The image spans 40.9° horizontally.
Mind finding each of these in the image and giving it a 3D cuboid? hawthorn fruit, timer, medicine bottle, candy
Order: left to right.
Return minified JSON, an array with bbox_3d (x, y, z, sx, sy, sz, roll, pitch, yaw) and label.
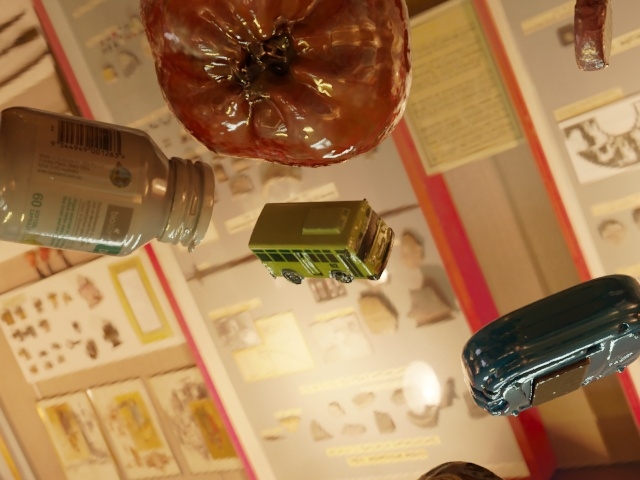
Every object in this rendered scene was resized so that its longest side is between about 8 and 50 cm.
[{"bbox_3d":[-0.223,-0.053,0.875,0.215,0.135,0.135,10,174,-24],"label":"medicine bottle"},{"bbox_3d":[-0.041,-0.210,0.870,0.284,0.284,0.284,-22,-172,3],"label":"hawthorn fruit"},{"bbox_3d":[0.391,0.185,1.429,0.309,0.115,0.340,-22,154,2],"label":"timer"},{"bbox_3d":[0.361,-0.276,1.136,0.043,0.103,0.103,2,-162,23],"label":"candy"}]

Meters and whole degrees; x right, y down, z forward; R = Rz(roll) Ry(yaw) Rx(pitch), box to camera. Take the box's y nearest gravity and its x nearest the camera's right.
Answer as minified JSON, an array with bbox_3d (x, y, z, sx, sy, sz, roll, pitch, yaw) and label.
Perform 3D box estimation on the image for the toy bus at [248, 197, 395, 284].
[{"bbox_3d":[0.000,0.000,1.143,0.175,0.101,0.088,0,-126,34],"label":"toy bus"}]

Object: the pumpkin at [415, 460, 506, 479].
[{"bbox_3d":[0.220,0.422,1.138,0.189,0.260,0.260,-53,-165,-12],"label":"pumpkin"}]
